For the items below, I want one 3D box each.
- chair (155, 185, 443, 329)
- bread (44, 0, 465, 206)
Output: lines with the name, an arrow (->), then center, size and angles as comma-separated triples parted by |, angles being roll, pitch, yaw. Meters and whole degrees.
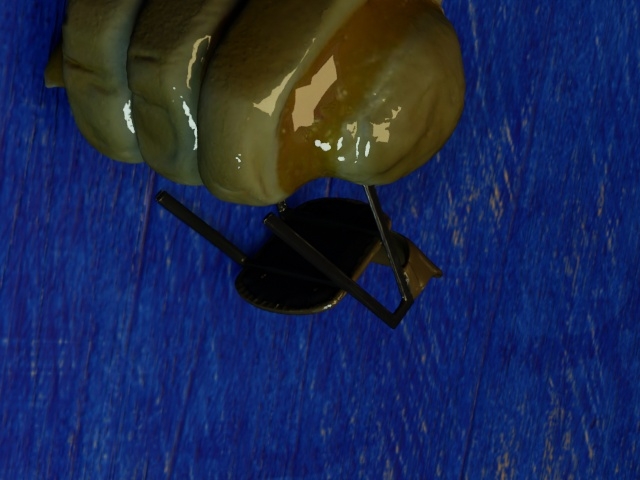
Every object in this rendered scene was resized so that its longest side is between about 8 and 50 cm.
chair -> 0.000, 0.000, 1.848 | 0.172, 0.158, 0.247 | -49, 127, -25
bread -> -0.041, -0.173, 1.647 | 0.300, 0.341, 0.210 | -25, 126, -32
